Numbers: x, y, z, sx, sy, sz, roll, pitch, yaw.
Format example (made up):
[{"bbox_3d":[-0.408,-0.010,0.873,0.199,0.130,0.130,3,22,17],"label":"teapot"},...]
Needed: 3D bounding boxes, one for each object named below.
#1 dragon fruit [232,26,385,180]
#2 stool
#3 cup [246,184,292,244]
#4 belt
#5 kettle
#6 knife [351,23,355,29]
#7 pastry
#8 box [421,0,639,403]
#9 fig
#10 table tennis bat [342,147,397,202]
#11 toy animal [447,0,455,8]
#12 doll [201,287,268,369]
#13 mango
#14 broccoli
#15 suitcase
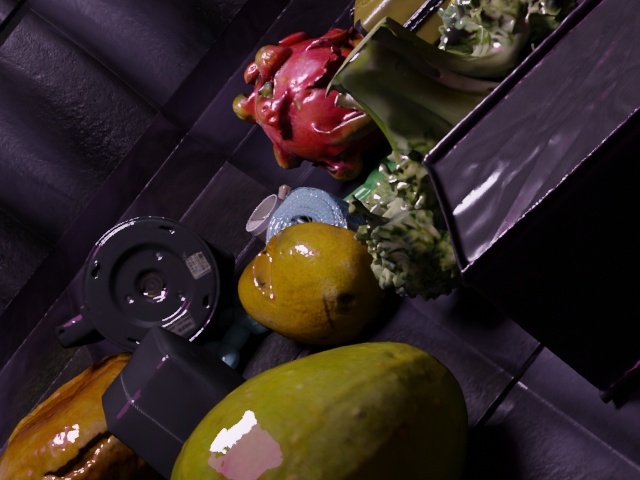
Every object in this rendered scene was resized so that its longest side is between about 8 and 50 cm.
[{"bbox_3d":[0.023,-0.226,1.874,0.307,0.227,0.243,-42,64,35],"label":"dragon fruit"},{"bbox_3d":[-0.163,0.227,1.581,0.141,0.232,0.232,-53,20,1],"label":"stool"},{"bbox_3d":[-0.055,-0.023,1.935,0.074,0.099,0.102,-41,22,27],"label":"cup"},{"bbox_3d":[-0.004,-0.002,1.785,0.148,0.082,0.163,-54,37,20],"label":"belt"},{"bbox_3d":[-0.260,0.097,1.936,0.262,0.203,0.308,-58,-2,-2],"label":"kettle"},{"bbox_3d":[0.020,-0.309,2.349,0.365,0.043,0.089,-54,19,-5],"label":"knife"},{"bbox_3d":[-0.351,0.302,1.857,0.356,0.164,0.356,-31,15,10],"label":"pastry"},{"bbox_3d":[0.291,-0.074,1.115,0.345,0.204,0.251,-45,21,18],"label":"box"},{"bbox_3d":[0.012,0.224,1.162,0.326,0.258,0.258,-46,13,-36],"label":"fig"},{"bbox_3d":[0.088,-0.083,1.827,0.257,0.039,0.160,-40,18,21],"label":"table tennis bat"},{"bbox_3d":[0.228,-0.257,1.651,0.156,0.156,0.230,-8,51,62],"label":"toy animal"},{"bbox_3d":[-0.129,0.140,1.879,0.158,0.059,0.159,-45,22,13],"label":"doll"},{"bbox_3d":[-0.018,0.062,1.644,0.130,0.167,0.262,-48,11,-34],"label":"mango"},{"bbox_3d":[0.174,-0.126,1.385,0.338,0.318,0.277,-19,22,13],"label":"broccoli"},{"bbox_3d":[0.160,-0.391,2.035,0.235,0.143,0.194,-44,21,24],"label":"suitcase"}]
